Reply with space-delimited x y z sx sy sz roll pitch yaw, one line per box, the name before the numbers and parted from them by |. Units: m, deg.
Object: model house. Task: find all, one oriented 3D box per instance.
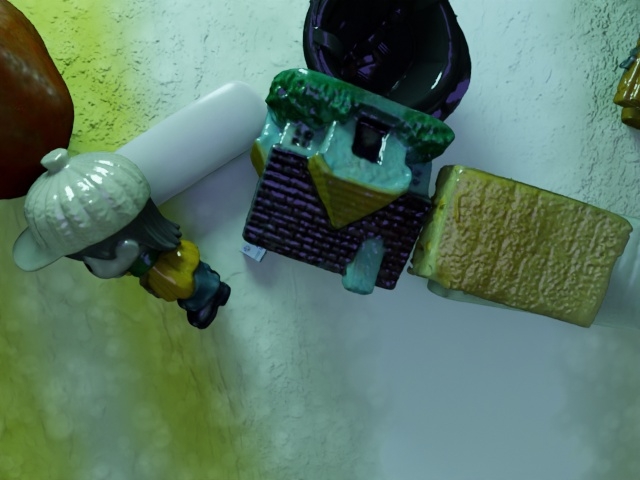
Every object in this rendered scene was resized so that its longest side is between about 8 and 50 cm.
model house | 0.018 -0.065 0.763 0.281 0.230 0.248 18 74 -9

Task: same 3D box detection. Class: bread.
bread | 0.291 0.009 0.757 0.275 0.114 0.184 16 98 -4

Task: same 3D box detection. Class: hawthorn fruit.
hawthorn fruit | -0.504 -0.206 0.712 0.295 0.295 0.311 -29 96 -1

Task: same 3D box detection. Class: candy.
candy | 0.388 0.031 0.891 0.359 0.145 0.207 11 96 -6

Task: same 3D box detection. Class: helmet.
helmet | 0.091 -0.301 0.814 0.279 0.160 0.230 35 90 -22

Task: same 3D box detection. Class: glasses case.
glasses case | -0.221 -0.156 0.847 0.297 0.075 0.113 -32 102 1

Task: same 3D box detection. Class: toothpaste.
toothpaste | -0.083 -0.042 0.897 0.046 0.034 0.164 31 94 -5

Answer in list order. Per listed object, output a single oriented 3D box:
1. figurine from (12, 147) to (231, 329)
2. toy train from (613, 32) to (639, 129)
figurine | -0.278 -0.006 0.780 0.332 0.185 0.204 26 94 -37
toy train | 0.691 -0.243 0.839 0.369 0.231 0.163 20 95 -6
